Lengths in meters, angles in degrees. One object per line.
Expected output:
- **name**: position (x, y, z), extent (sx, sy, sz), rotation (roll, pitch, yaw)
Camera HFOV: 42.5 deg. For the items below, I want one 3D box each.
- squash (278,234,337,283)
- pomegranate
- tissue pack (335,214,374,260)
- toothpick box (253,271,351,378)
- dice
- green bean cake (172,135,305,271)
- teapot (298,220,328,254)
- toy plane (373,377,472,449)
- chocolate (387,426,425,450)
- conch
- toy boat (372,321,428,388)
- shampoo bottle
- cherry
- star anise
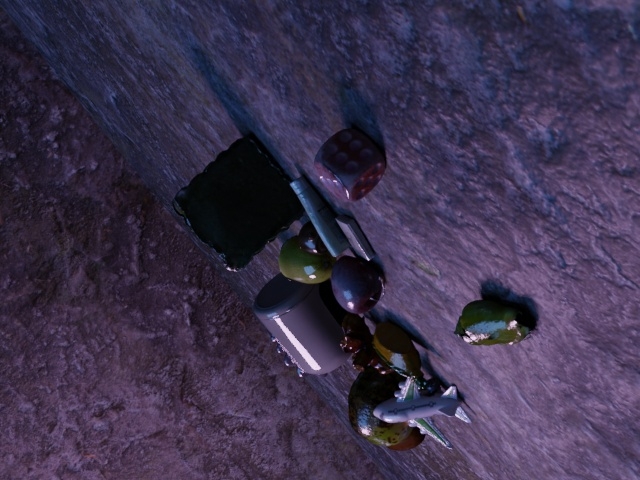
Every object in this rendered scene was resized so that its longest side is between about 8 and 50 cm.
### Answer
- **squash**: position (-0.019, 0.051, 2.044), extent (0.123, 0.123, 0.186), rotation (54, 161, -19)
- **pomegranate**: position (0.210, 0.446, 2.279), extent (0.204, 0.276, 0.222), rotation (-81, -31, -61)
- **tissue pack**: position (0.075, -0.007, 1.784), extent (0.108, 0.023, 0.056), rotation (57, 165, -28)
- **toothpick box**: position (-0.035, 0.253, 2.356), extent (0.316, 0.229, 0.229), rotation (55, 164, -23)
- **dice**: position (0.049, -0.128, 1.413), extent (0.093, 0.094, 0.091), rotation (42, 163, 21)
- **green bean cake**: position (-0.191, -0.082, 1.927), extent (0.241, 0.255, 0.132), rotation (47, 168, -11)
- **teapot**: position (0.000, 0.000, 1.935), extent (0.068, 0.076, 0.121), rotation (24, 180, 40)
- **toy plane**: position (0.253, 0.421, 2.095), extent (0.255, 0.101, 0.251), rotation (-11, 114, 33)
- **chocolate**: position (0.245, 0.557, 2.499), extent (0.177, 0.176, 0.177), rotation (45, 165, 16)
- **conch**: position (0.299, 0.147, 1.443), extent (0.095, 0.080, 0.200), rotation (35, 164, -27)
- **toy boat**: position (0.189, 0.275, 2.022), extent (0.229, 0.089, 0.088), rotation (45, 156, 53)
- **shampoo bottle**: position (-0.001, -0.057, 1.819), extent (0.191, 0.069, 0.041), rotation (55, 140, -4)
- **cherry**: position (0.081, 0.079, 1.854), extent (0.188, 0.115, 0.148), rotation (84, -178, -54)
- **star anise**: position (0.121, 0.284, 2.168), extent (0.212, 0.111, 0.196), rotation (47, -179, -34)
